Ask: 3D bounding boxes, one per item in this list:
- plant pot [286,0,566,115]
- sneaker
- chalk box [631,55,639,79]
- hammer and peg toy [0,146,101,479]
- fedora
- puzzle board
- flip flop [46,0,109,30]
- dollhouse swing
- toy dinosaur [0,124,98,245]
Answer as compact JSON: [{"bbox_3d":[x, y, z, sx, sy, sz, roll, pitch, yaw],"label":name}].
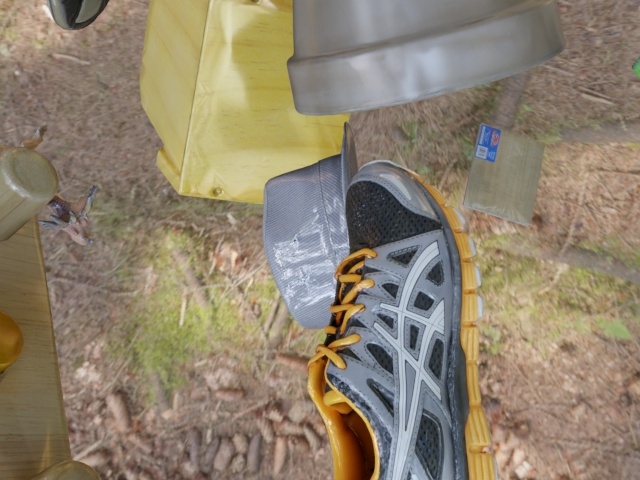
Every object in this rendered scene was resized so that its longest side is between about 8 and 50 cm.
[{"bbox_3d":[0.096,-0.321,0.914,0.323,0.323,0.280,-11,108,8],"label":"plant pot"},{"bbox_3d":[0.033,0.055,0.415,0.083,0.084,0.214,2,66,-20],"label":"sneaker"},{"bbox_3d":[0.548,-0.223,1.025,0.179,0.289,0.180,13,130,-24],"label":"chalk box"},{"bbox_3d":[-0.271,0.052,0.326,0.127,0.361,0.266,-33,62,31],"label":"hammer and peg toy"},{"bbox_3d":[0.000,0.000,0.995,0.124,0.244,0.275,-11,99,6],"label":"fedora"},{"bbox_3d":[0.251,-0.091,1.094,0.096,0.011,0.128,17,70,-4],"label":"puzzle board"},{"bbox_3d":[-0.245,-0.318,0.674,0.080,0.112,0.277,2,127,24],"label":"flip flop"},{"bbox_3d":[-0.130,-0.287,1.327,0.315,0.305,0.346,6,121,-15],"label":"dollhouse swing"},{"bbox_3d":[-0.469,-0.083,1.277,0.200,0.296,0.127,46,103,12],"label":"toy dinosaur"}]
